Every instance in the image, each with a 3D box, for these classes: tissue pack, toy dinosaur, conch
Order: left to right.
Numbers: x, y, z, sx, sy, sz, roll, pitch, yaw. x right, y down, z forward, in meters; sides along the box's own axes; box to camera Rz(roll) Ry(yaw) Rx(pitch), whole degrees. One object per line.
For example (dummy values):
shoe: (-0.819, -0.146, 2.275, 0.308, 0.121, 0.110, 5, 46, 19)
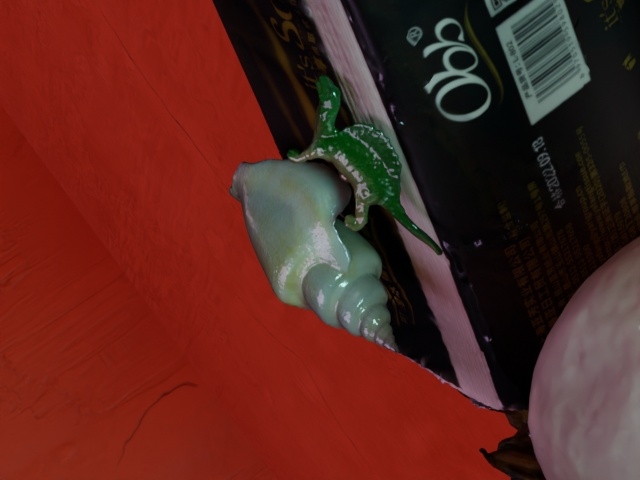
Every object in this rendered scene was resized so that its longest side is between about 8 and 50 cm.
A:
conch: (-0.006, 0.005, 0.971, 0.180, 0.065, 0.088, 47, 162, 33)
toy dinosaur: (0.028, -0.036, 0.895, 0.119, 0.029, 0.060, 48, 141, 1)
tissue pack: (0.083, -0.101, 0.978, 0.198, 0.210, 0.370, 37, 155, 52)

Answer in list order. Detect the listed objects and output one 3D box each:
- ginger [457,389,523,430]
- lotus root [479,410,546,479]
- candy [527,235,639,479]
ginger: (0.167, 0.082, 1.297, 0.166, 0.080, 0.333, 15, 156, 7)
lotus root: (0.198, 0.138, 1.079, 0.154, 0.154, 0.278, 50, -158, 16)
candy: (0.290, 0.118, 0.656, 0.427, 0.186, 0.386, 12, 146, 27)
